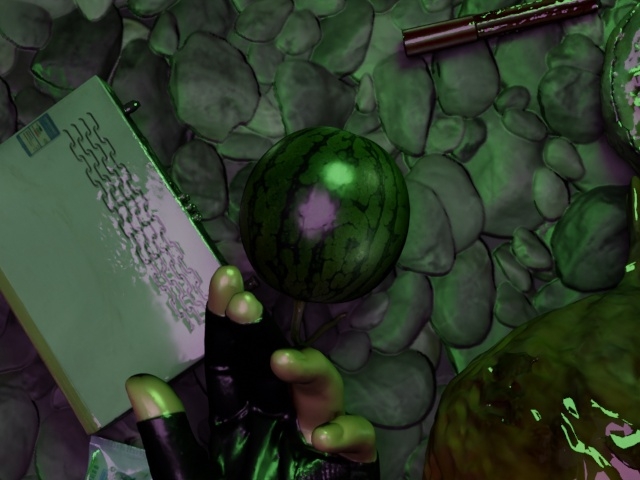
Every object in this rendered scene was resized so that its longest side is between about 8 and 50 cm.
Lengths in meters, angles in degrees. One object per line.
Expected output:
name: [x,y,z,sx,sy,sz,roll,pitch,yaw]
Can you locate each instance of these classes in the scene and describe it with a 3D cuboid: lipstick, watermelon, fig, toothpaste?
lipstick: [0.159,-0.192,0.909,0.176,0.027,0.027,-12,84,6]
watermelon: [0.000,0.000,0.861,0.140,0.141,0.187,12,91,9]
fig: [0.221,0.105,0.773,0.286,0.286,0.369,6,68,9]
toothpaste: [-0.211,0.325,0.917,0.075,0.048,0.297,14,84,12]

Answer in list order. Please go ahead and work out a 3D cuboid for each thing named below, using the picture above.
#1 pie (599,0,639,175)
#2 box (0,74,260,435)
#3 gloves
pie: [0.353,-0.127,0.861,0.240,0.054,0.240,-1,86,9]
box: [-0.195,0.010,0.934,0.211,0.045,0.270,-36,82,4]
gloves: [-0.051,0.169,0.843,0.197,0.152,0.301,-8,110,-3]
